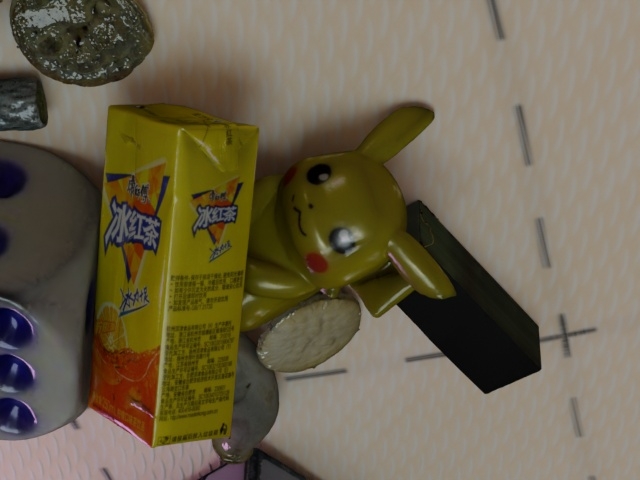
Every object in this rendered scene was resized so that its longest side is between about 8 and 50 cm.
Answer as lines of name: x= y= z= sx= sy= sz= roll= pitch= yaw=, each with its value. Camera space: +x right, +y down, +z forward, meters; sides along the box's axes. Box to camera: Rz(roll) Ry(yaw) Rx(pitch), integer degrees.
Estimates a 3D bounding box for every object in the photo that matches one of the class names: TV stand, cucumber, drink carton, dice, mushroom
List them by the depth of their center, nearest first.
drink carton: x=-0.163 y=0.035 z=1.470 sx=0.111 sy=0.154 sz=0.351 roll=-3 pitch=106 yaw=-39
cucumber: x=-0.361 y=-0.148 z=1.492 sx=0.112 sy=0.064 sz=0.064 roll=-2 pitch=133 yaw=6
dice: x=-0.374 y=0.059 z=1.556 sx=0.243 sy=0.251 sz=0.259 roll=8 pitch=132 yaw=-5
TV stand: x=0.163 y=0.074 z=1.653 sx=0.088 sy=0.082 sz=0.269 roll=-28 pitch=124 yaw=28
mushroom: x=-0.111 y=0.210 z=1.786 sx=0.118 sy=0.103 sz=0.270 roll=-6 pitch=137 yaw=8

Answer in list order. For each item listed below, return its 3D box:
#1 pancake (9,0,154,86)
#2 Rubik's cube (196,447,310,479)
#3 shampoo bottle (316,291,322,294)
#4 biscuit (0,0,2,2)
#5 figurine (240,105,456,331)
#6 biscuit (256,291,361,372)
pancake: x=-0.255 y=-0.229 z=1.435 sx=0.158 sy=0.028 sz=0.158 roll=0 pitch=132 yaw=0
Rubik's cube: x=-0.101 y=0.564 z=1.943 sx=0.359 sy=0.362 sz=0.363 roll=-30 pitch=123 yaw=31
shampoo bottle: x=-0.011 y=0.053 z=1.676 sx=0.049 sy=0.034 sz=0.141 roll=28 pitch=128 yaw=-17
biscuit: x=-0.374 y=-0.280 z=1.233 sx=0.220 sy=0.033 sz=0.220 roll=-9 pitch=135 yaw=-10
figurine: x=-0.006 y=0.003 z=1.522 sx=0.327 sy=0.218 sz=0.169 roll=-24 pitch=167 yaw=35
biscuit: x=-0.013 y=0.118 z=1.704 sx=0.152 sy=0.020 sz=0.152 roll=-20 pitch=145 yaw=-15
